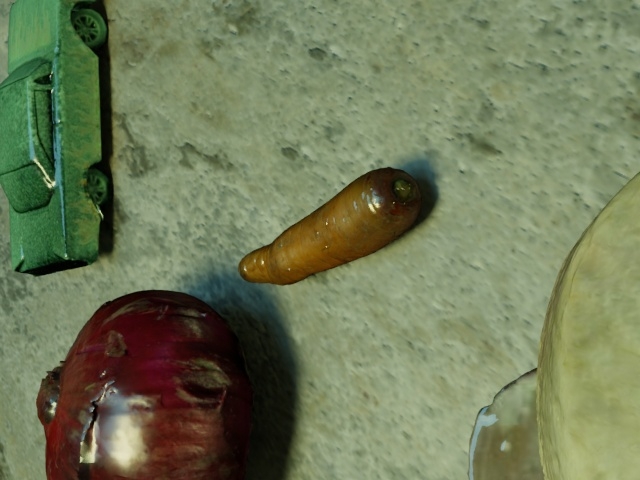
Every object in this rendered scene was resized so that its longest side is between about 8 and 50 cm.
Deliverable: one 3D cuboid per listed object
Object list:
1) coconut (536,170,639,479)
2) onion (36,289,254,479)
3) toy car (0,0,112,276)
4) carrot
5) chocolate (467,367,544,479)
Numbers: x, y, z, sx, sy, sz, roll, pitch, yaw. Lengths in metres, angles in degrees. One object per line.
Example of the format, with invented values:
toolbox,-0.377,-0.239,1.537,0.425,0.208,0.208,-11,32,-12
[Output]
coconut,0.238,0.080,0.606,0.329,0.329,0.328,-5,84,52
onion,-0.157,0.159,1.161,0.246,0.190,0.246,-170,90,-69
toy car,-0.298,-0.126,1.430,0.141,0.097,0.320,-11,79,50
carrot,0.000,0.000,1.082,0.248,0.059,0.059,-29,65,51
chocolate,0.180,0.202,0.805,0.157,0.080,0.253,-8,77,20
